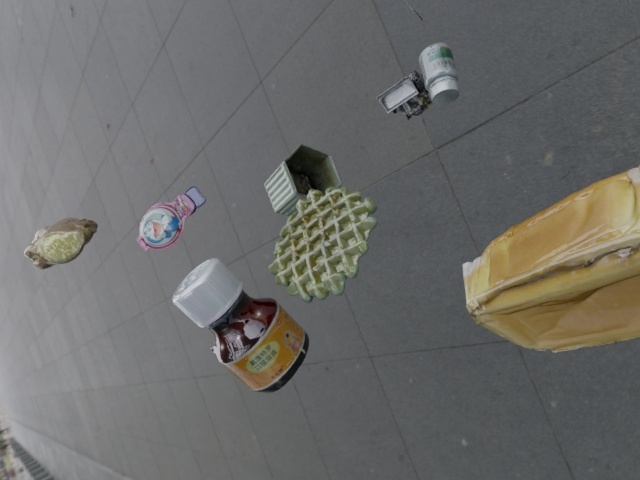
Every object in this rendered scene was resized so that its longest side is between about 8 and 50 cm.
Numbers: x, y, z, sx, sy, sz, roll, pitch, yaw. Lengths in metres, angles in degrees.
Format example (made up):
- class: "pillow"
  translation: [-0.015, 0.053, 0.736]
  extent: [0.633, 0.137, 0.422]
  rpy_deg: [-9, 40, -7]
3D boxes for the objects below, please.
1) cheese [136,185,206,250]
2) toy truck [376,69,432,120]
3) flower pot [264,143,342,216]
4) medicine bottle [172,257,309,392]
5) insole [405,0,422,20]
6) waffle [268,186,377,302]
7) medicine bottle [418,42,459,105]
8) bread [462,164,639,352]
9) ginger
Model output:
- class: "cheese"
  translation: [-0.458, -0.067, 1.256]
  extent: [0.244, 0.062, 0.155]
  rpy_deg: [-41, 72, -2]
- class: "toy truck"
  translation: [0.270, -0.433, 1.257]
  extent: [0.136, 0.286, 0.111]
  rpy_deg: [-29, 93, 31]
- class: "flower pot"
  translation: [-0.066, -0.207, 1.513]
  extent: [0.189, 0.239, 0.210]
  rpy_deg: [-32, 48, 53]
- class: "medicine bottle"
  translation: [-0.234, 0.243, 1.182]
  extent: [0.395, 0.243, 0.242]
  rpy_deg: [44, 142, -20]
- class: "insole"
  translation: [0.212, -0.763, 1.238]
  extent: [0.007, 0.109, 0.322]
  rpy_deg: [-42, 64, 29]
- class: "waffle"
  translation: [0.000, 0.000, 1.034]
  extent: [0.291, 0.056, 0.309]
  rpy_deg: [20, 79, 46]
- class: "medicine bottle"
  translation: [0.289, -0.400, 0.998]
  extent: [0.080, 0.080, 0.131]
  rpy_deg: [-28, 63, 47]
- class: "bread"
  translation: [0.265, 0.028, 0.403]
  extent: [0.136, 0.107, 0.241]
  rpy_deg: [30, 147, -11]
- class: "ginger"
  translation: [-0.543, -0.004, 0.875]
  extent: [0.213, 0.137, 0.074]
  rpy_deg: [16, 126, 59]
